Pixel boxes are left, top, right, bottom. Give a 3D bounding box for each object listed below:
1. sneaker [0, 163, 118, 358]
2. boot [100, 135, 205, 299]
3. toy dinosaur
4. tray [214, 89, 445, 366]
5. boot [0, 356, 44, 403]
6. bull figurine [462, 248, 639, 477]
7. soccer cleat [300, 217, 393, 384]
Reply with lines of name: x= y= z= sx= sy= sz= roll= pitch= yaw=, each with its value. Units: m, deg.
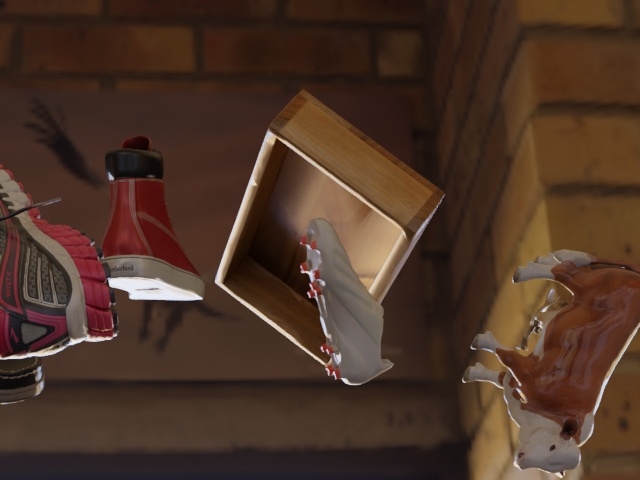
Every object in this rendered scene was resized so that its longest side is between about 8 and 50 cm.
sneaker: x=-0.289 y=0.013 z=1.341 sx=0.112 sy=0.120 sz=0.299 roll=-18 pitch=25 yaw=-31
boot: x=-0.190 y=-0.023 z=1.796 sx=0.088 sy=0.176 sz=0.244 roll=-4 pitch=-12 yaw=9
toy dinosaur: x=0.300 y=0.108 z=2.099 sx=0.053 sy=0.092 sz=0.183 roll=16 pitch=0 yaw=16
tray: x=0.000 y=0.000 z=1.911 sx=0.203 sy=0.076 sz=0.411 roll=36 pitch=-28 yaw=6
boot: x=-0.485 y=0.015 z=2.041 sx=0.138 sy=0.377 sz=0.284 roll=-15 pitch=-48 yaw=-45
bull figurine: x=0.295 y=0.146 z=1.956 sx=0.188 sy=0.310 sz=0.101 roll=28 pitch=-20 yaw=20
soccer cleat: x=0.029 y=0.064 z=1.741 sx=0.076 sy=0.196 sz=0.068 roll=-16 pitch=13 yaw=-15
